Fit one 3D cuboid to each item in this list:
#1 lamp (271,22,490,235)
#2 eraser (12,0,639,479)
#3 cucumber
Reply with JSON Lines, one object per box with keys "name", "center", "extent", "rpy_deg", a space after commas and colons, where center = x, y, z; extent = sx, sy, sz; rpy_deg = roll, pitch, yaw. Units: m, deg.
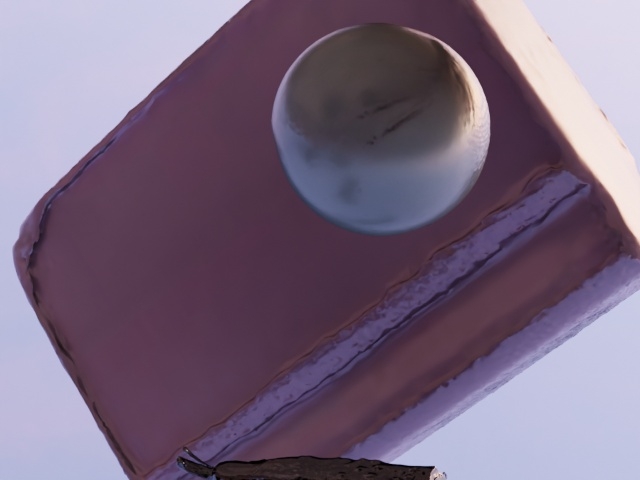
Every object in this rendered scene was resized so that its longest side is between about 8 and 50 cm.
{"name": "lamp", "center": [0.029, -0.053, 0.783], "extent": [0.105, 0.105, 0.105], "rpy_deg": [1, -147, -1]}
{"name": "eraser", "center": [0.000, 0.000, 1.003], "extent": [0.272, 0.359, 0.122], "rpy_deg": [58, -155, 12]}
{"name": "cucumber", "center": [-0.006, 0.134, 0.869], "extent": [0.163, 0.043, 0.039], "rpy_deg": [-2, -137, 34]}
